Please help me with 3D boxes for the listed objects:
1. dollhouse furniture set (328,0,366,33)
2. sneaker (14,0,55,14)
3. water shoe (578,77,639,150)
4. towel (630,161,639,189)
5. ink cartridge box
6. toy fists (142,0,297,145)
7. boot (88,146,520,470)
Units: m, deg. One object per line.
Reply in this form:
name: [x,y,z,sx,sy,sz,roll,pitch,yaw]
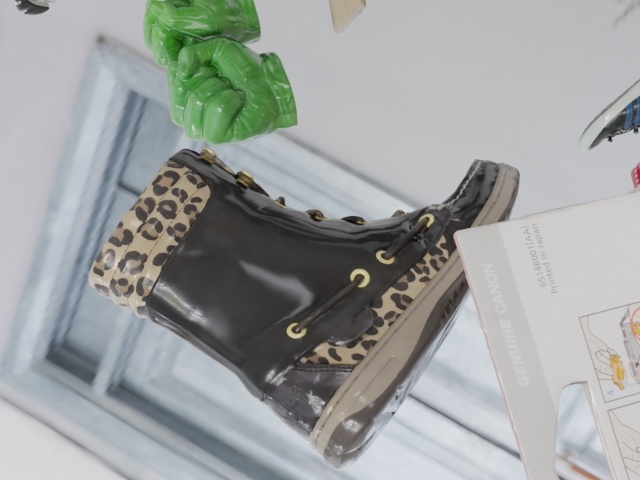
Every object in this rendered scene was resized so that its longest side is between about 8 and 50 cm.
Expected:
dollhouse furniture set: [0.102,-0.290,1.149,0.144,0.151,0.123,-38,56,56]
sneaker: [-0.370,-0.379,1.416,0.071,0.083,0.190,-13,-42,-30]
water shoe: [0.464,-0.185,1.646,0.203,0.080,0.073,-42,-2,17]
towel: [0.331,-0.042,0.913,0.275,0.031,0.198,119,152,-59]
ink cartridge box: [0.231,0.109,0.686,0.261,0.296,0.066,-13,-10,-13]
toy fists: [-0.134,-0.229,1.397,0.142,0.279,0.096,-17,-31,-9]
boot: [0.000,0.000,1.048,0.377,0.284,0.138,-52,-14,-37]
